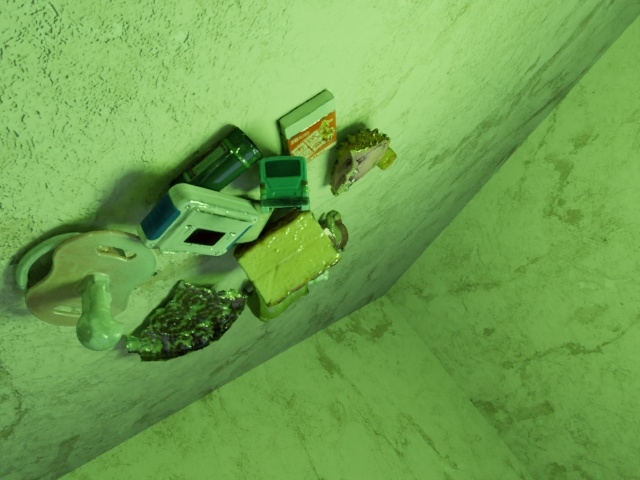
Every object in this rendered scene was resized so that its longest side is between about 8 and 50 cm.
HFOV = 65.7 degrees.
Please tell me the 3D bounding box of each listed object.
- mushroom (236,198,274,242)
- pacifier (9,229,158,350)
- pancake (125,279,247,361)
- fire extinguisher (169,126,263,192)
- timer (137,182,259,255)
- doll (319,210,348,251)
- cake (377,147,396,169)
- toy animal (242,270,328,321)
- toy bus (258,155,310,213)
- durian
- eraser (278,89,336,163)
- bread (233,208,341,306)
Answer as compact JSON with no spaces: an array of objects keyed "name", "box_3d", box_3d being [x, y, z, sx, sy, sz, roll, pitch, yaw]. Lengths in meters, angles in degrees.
[{"name":"mushroom","box_3d":[-0.251,-0.057,1.374,0.128,0.128,0.350,-47,155,26]},{"name":"pacifier","box_3d":[-0.520,0.111,1.137,0.332,0.273,0.220,-45,176,22]},{"name":"pancake","box_3d":[-0.472,0.290,1.741,0.427,0.067,0.305,-43,131,12]},{"name":"fire extinguisher","box_3d":[-0.277,-0.142,1.166,0.294,0.093,0.118,-38,-157,4]},{"name":"timer","box_3d":[-0.275,-0.035,1.156,0.178,0.078,0.253,-43,153,23]},{"name":"doll","box_3d":[-0.003,-0.001,1.910,0.256,0.152,0.196,-40,136,-48]},{"name":"cake","box_3d":[0.238,-0.298,1.810,0.084,0.044,0.084,-35,162,-13]},{"name":"toy animal","box_3d":[-0.151,0.188,2.068,0.363,0.180,0.181,-31,168,-39]},{"name":"toy bus","box_3d":[-0.095,-0.145,1.281,0.129,0.146,0.256,-3,-175,-4]},{"name":"durian","box_3d":[0.113,-0.266,1.576,0.191,0.112,0.341,-42,172,-17]},{"name":"eraser","box_3d":[-0.029,-0.291,1.347,0.157,0.038,0.230,-35,161,-9]},{"name":"bread","box_3d":[-0.114,0.041,1.590,0.279,0.207,0.279,-34,-169,-3]}]
